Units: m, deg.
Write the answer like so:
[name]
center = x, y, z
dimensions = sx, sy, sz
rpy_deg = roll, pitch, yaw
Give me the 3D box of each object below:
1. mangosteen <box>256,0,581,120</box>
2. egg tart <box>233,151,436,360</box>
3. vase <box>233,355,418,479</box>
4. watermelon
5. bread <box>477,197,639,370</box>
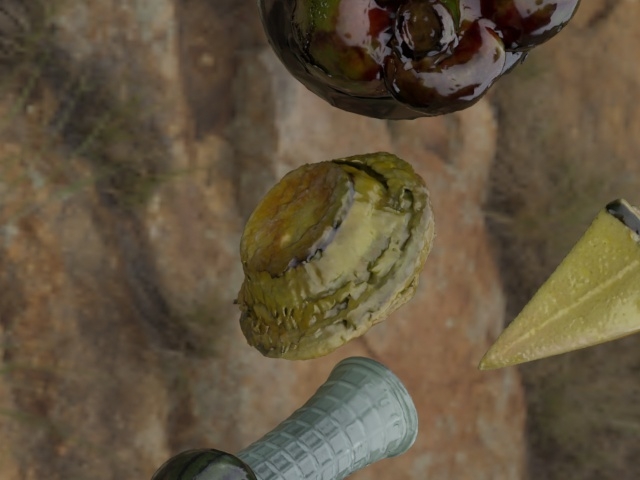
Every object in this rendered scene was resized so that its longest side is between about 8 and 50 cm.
[mangosteen]
center = 0.120, -0.336, 2.036
dimensions = 0.381, 0.421, 0.381
rpy_deg = 0, 91, -19
[egg tart]
center = 0.000, 0.000, 1.909
dimensions = 0.123, 0.294, 0.294
rpy_deg = 48, 56, -34
[vase]
center = -0.024, 0.265, 1.956
dimensions = 0.299, 0.143, 0.143
rpy_deg = -31, 120, -45
[watermelon]
center = -0.100, 0.237, 1.486
dimensions = 0.133, 0.105, 0.105
rpy_deg = -25, 115, -52
[bread]
center = 0.336, 0.098, 1.880
dimensions = 0.264, 0.163, 0.167
rpy_deg = -53, 161, 18
